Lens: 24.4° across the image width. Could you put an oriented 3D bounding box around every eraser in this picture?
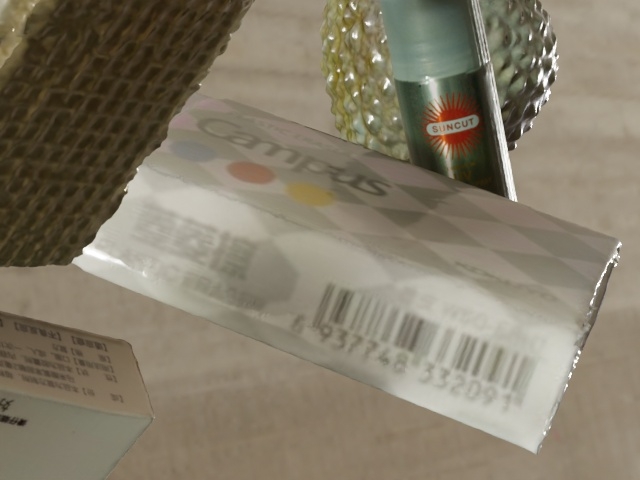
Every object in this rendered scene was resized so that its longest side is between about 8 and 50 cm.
[{"bbox_3d":[0.000,0.001,1.048,0.396,0.082,0.213,20,26,12],"label":"eraser"}]

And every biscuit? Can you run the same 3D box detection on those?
[{"bbox_3d":[-0.067,-0.156,0.641,0.144,0.078,0.426,3,-46,-48],"label":"biscuit"}]

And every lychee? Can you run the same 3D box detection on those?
[{"bbox_3d":[0.115,-0.188,1.546,0.255,0.274,0.255,28,3,-2],"label":"lychee"}]

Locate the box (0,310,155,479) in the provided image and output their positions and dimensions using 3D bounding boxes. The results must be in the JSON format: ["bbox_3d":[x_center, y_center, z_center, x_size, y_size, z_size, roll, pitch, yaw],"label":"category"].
[{"bbox_3d":[-0.283,0.108,0.732,0.353,0.069,0.214,19,-59,-38],"label":"box"}]

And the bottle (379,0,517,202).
[{"bbox_3d":[0.113,-0.078,1.222,0.082,0.286,0.082,-12,19,4],"label":"bottle"}]
